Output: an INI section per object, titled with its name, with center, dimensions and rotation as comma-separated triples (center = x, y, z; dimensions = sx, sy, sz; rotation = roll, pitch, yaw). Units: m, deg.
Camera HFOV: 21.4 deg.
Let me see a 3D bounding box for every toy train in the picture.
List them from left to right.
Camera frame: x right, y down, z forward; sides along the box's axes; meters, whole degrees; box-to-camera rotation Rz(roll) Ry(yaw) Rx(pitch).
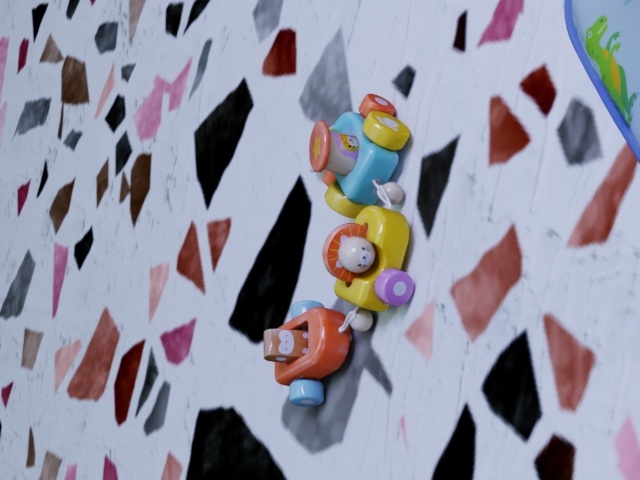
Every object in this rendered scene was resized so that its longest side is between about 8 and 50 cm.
[toy train]
center = 0.000, 0.000, 0.922
dimensions = 0.125, 0.046, 0.166
rotation = -27, 55, 54

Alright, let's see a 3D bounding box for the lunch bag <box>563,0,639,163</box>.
[lunch bag]
center = 0.186, -0.121, 0.599
dimensions = 0.219, 0.090, 0.176
rotation = -57, 34, 30
